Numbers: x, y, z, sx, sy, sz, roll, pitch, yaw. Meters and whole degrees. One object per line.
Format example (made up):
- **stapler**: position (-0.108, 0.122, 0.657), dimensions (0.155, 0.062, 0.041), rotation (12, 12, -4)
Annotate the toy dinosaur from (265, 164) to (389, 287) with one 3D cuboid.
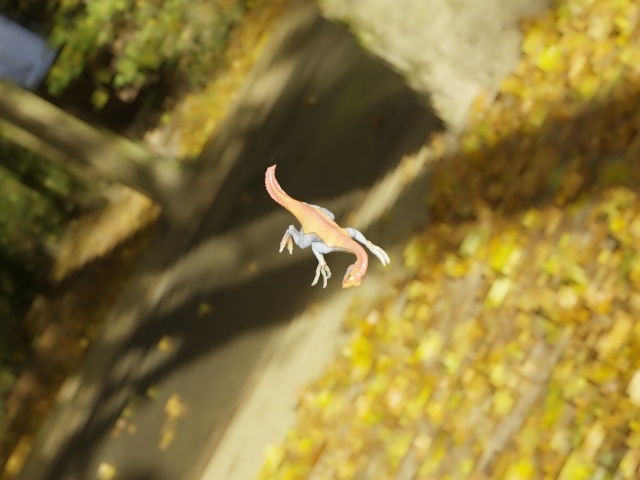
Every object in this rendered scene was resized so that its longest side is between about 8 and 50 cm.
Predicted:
- **toy dinosaur**: position (0.000, 0.000, 1.243), dimensions (0.047, 0.090, 0.082), rotation (-50, 24, -11)
